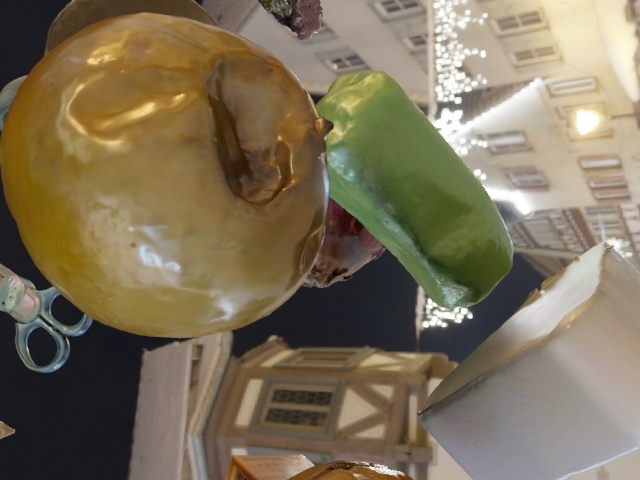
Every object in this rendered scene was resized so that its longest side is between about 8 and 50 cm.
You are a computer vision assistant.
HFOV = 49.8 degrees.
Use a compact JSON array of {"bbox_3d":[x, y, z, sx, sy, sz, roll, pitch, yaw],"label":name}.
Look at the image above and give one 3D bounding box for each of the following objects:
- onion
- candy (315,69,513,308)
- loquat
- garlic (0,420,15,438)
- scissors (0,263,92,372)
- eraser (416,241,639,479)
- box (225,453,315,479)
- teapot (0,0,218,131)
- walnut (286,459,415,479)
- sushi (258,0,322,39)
[{"bbox_3d":[0.000,0.000,1.035,0.230,0.230,0.163,51,-159,-47],"label":"onion"},{"bbox_3d":[0.108,-0.051,0.832,0.343,0.132,0.142,45,-116,-33],"label":"candy"},{"bbox_3d":[-0.110,-0.040,0.493,0.244,0.244,0.243,14,-106,-60],"label":"loquat"},{"bbox_3d":[-0.542,0.273,0.840,0.148,0.267,0.128,57,-159,-29],"label":"garlic"},{"bbox_3d":[-0.437,0.081,0.989,0.125,0.256,0.030,-57,-23,-6],"label":"scissors"},{"bbox_3d":[0.262,0.165,0.802,0.150,0.331,0.331,48,-150,8],"label":"eraser"},{"bbox_3d":[-0.040,0.498,1.305,0.174,0.274,0.076,11,-85,-36],"label":"box"},{"bbox_3d":[-0.232,-0.142,0.804,0.337,0.271,0.200,121,150,-70],"label":"teapot"},{"bbox_3d":[0.037,0.328,0.669,0.195,0.195,0.221,-13,-95,-61],"label":"walnut"},{"bbox_3d":[-0.091,-0.542,1.452,0.107,0.162,0.241,-29,-63,-48],"label":"sushi"}]
